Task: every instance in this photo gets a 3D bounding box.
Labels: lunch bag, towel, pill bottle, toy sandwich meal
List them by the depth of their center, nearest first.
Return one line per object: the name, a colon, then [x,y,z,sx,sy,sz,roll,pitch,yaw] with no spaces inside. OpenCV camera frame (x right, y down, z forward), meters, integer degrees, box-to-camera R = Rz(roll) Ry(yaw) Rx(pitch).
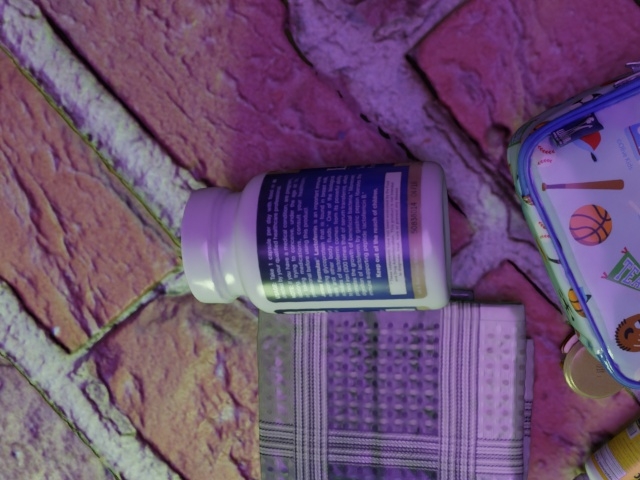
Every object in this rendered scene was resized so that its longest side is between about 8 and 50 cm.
lunch bag: [0.334,-0.027,0.818,0.243,0.115,0.304,-23,98,8]
pill bottle: [0.000,0.000,0.874,0.264,0.153,0.153,-3,102,11]
pill bottle: [0.332,0.249,0.913,0.065,0.065,0.116,45,108,-2]
toy sandwich meal: [0.300,0.132,0.913,0.085,0.029,0.086,0,105,0]
towel: [0.082,0.213,0.953,0.312,0.056,0.325,1,97,13]
